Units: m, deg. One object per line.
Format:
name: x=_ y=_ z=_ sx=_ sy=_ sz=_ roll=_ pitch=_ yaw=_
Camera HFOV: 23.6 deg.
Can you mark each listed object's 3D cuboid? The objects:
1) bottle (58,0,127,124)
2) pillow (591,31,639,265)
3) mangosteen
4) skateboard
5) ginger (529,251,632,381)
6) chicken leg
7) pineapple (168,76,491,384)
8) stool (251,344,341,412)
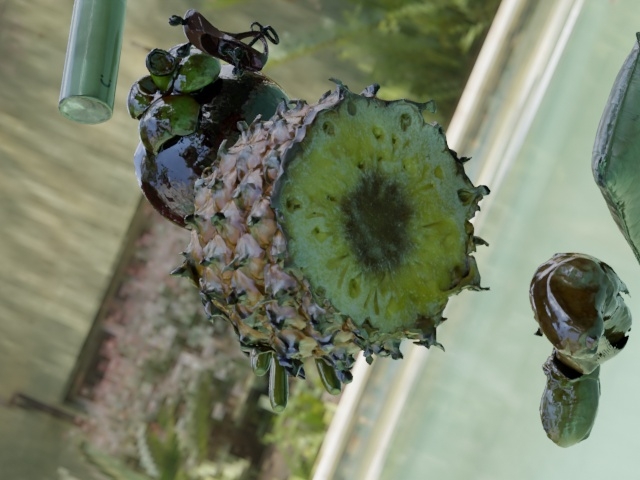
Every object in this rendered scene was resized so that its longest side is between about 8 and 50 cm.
bottle: x=-0.299 y=-0.256 z=2.035 sx=0.072 sy=0.072 sz=0.201 roll=110 pitch=165 yaw=-62
pillow: x=0.369 y=-0.094 z=1.744 sx=0.302 sy=0.075 sz=0.185 roll=45 pitch=-121 yaw=-60
mangosteen: x=-0.173 y=-0.160 z=2.477 sx=0.311 sy=0.311 sz=0.311 roll=23 pitch=-90 yaw=-89
skateboard: x=-0.126 y=-0.271 z=2.066 sx=0.080 sy=0.151 sz=0.067 roll=-47 pitch=-31 yaw=-31
ginger: x=0.292 y=0.079 z=1.729 sx=0.133 sy=0.107 sz=0.309 roll=-67 pitch=-18 yaw=-7
chicken leg: x=0.329 y=0.160 z=2.031 sx=0.103 sy=0.088 sz=0.228 roll=15 pitch=-107 yaw=-63
pineapple: x=0.002 y=0.000 z=1.804 sx=0.300 sy=0.352 sz=0.352 roll=-28 pitch=34 yaw=56
stool: x=-0.036 y=0.156 z=2.104 sx=0.135 sy=0.134 sz=0.110 roll=-57 pitch=26 yaw=33
